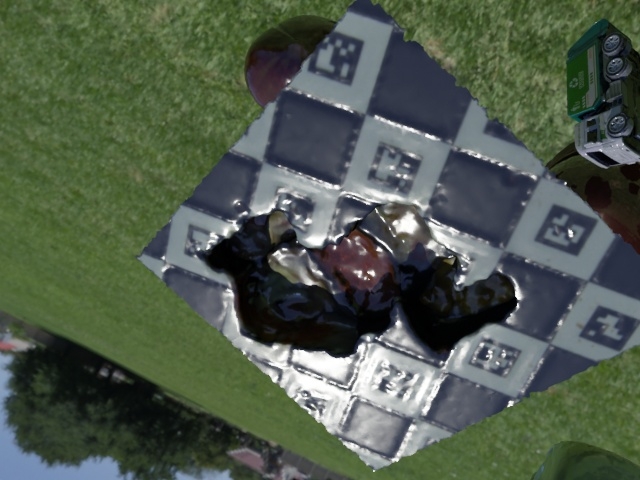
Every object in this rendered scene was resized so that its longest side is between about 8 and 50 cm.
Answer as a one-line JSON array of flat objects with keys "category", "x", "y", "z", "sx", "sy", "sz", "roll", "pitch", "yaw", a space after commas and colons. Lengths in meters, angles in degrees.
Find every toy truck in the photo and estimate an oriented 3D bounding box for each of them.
[{"category": "toy truck", "x": 0.493, "y": -0.250, "z": 1.122, "sx": 0.114, "sy": 0.253, "sz": 0.124, "roll": 19, "pitch": 159, "yaw": -33}]

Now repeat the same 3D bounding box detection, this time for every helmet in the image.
[{"category": "helmet", "x": 0.524, "y": -0.018, "z": 1.310, "sx": 0.338, "sy": 0.384, "sz": 0.230, "roll": 30, "pitch": -150, "yaw": 34}]

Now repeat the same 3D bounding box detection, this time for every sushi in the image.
[{"category": "sushi", "x": 0.052, "y": 0.015, "z": 0.496, "sx": 0.294, "sy": 0.059, "sz": 0.292, "roll": 44, "pitch": 122, "yaw": -9}]

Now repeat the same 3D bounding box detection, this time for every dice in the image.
[{"category": "dice", "x": 0.534, "y": 0.562, "z": 1.309, "sx": 0.255, "sy": 0.252, "sz": 0.249, "roll": 30, "pitch": 157, "yaw": 9}]

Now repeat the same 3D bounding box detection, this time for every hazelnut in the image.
[{"category": "hazelnut", "x": -0.031, "y": -0.320, "z": 1.246, "sx": 0.230, "sy": 0.229, "sz": 0.229, "roll": 24, "pitch": 162, "yaw": 9}]
